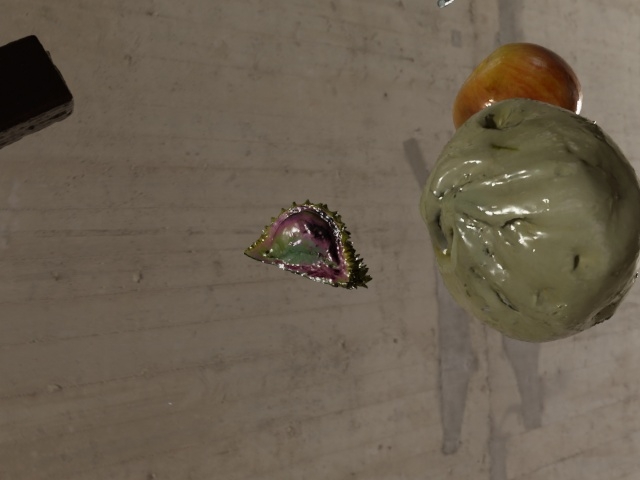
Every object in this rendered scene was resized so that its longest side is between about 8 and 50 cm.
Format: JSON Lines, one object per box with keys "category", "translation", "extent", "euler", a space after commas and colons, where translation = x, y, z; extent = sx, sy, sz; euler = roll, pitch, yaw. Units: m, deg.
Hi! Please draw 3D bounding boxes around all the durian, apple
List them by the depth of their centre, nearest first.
{"category": "durian", "translation": [0.000, -0.003, 0.951], "extent": [0.119, 0.187, 0.108], "euler": [-10, -67, -67]}
{"category": "apple", "translation": [0.427, -0.298, 1.419], "extent": [0.233, 0.286, 0.286], "euler": [42, -115, -8]}

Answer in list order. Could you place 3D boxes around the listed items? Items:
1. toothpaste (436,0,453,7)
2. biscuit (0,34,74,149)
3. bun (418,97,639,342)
{"category": "toothpaste", "translation": [0.206, -0.382, 1.010], "extent": [0.015, 0.024, 0.083], "euler": [59, -138, -11]}
{"category": "biscuit", "translation": [-0.513, -0.135, 0.817], "extent": [0.388, 0.073, 0.107], "euler": [-32, -85, -21]}
{"category": "bun", "translation": [0.256, -0.018, 0.870], "extent": [0.234, 0.362, 0.326], "euler": [-17, -69, -13]}
